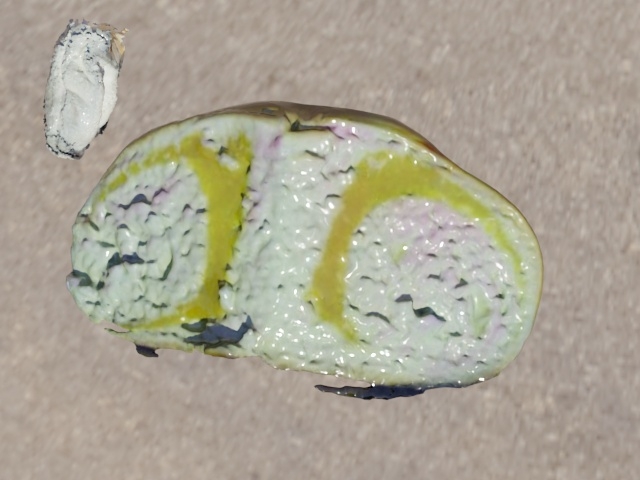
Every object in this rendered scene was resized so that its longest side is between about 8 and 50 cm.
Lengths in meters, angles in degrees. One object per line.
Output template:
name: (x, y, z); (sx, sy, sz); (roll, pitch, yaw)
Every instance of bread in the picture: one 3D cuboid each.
bread: (-0.012, -0.003, 0.973); (0.260, 0.156, 0.158); (9, 96, -10)

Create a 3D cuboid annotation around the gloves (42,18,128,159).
gloves: (-0.261, -0.164, 1.817); (0.070, 0.114, 0.153); (11, 97, 6)
